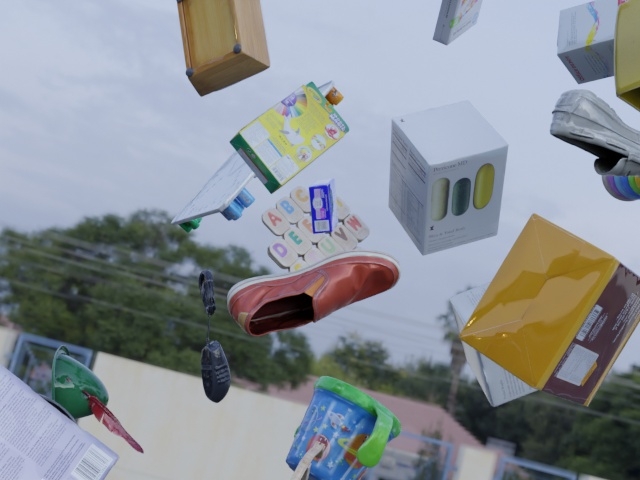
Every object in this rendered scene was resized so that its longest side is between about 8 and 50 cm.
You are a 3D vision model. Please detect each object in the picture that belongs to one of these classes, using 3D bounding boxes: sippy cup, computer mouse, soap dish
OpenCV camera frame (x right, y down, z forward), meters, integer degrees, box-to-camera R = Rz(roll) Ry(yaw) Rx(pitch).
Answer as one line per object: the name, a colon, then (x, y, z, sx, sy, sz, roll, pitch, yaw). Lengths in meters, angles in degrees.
sippy cup: (0.040, 0.480, 2.345, 0.240, 0.224, 0.305, 29, -19, 14)
computer mouse: (-0.192, 0.173, 1.786, 0.041, 0.242, 0.071, -3, -2, -25)
soap dish: (-0.257, -0.546, 2.531, 0.228, 0.291, 0.118, -17, -15, 30)

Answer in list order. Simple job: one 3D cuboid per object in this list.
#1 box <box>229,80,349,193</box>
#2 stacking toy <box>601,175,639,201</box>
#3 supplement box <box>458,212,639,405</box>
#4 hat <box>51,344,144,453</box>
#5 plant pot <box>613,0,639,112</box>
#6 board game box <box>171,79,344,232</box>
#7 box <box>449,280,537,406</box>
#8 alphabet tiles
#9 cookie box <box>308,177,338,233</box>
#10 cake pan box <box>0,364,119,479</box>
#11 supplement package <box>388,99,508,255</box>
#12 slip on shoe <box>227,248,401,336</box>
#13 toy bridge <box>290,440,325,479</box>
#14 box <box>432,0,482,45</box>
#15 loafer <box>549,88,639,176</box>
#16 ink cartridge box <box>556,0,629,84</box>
box: (-0.042, -0.162, 1.496, 0.105, 0.179, 0.043, 52, -33, -3)
stacking toy: (0.801, -0.157, 2.394, 0.141, 0.141, 0.330, 15, 5, -3)
supplement box: (0.320, 0.096, 1.301, 0.129, 0.191, 0.194, 34, 6, 37)
hat: (-0.463, 0.325, 2.097, 0.183, 0.209, 0.173, -2, 15, 0)
plant pot: (0.679, -0.375, 1.877, 0.212, 0.187, 0.212, -18, -17, 33)
board game box: (-0.149, -0.179, 2.237, 0.050, 0.390, 0.390, 44, -19, -15)
box: (0.364, 0.211, 2.038, 0.119, 0.181, 0.182, -20, 31, -1)
alphabet tiles: (0.000, 0.000, 2.360, 0.278, 0.284, 0.021, 46, -41, 3)
cookie box: (0.007, -0.067, 1.875, 0.040, 0.092, 0.107, -4, 9, 9)
cake pan box: (-0.464, 0.345, 1.436, 0.245, 0.267, 0.070, 41, -31, -15)
supplement package: (0.286, -0.144, 2.246, 0.199, 0.198, 0.263, -15, -47, -15)
slip on shoe: (-0.005, 0.103, 1.813, 0.331, 0.101, 0.123, -13, -50, -10)
toy bridge: (-0.037, 0.486, 2.060, 0.026, 0.063, 0.188, 23, 37, 14)
box: (0.287, -0.498, 1.947, 0.038, 0.145, 0.186, 28, -49, 19)
loafer: (0.568, -0.168, 1.881, 0.319, 0.111, 0.112, 30, -9, -15)
ink cartridge box: (0.622, -0.441, 2.143, 0.176, 0.127, 0.128, -10, -31, 34)
